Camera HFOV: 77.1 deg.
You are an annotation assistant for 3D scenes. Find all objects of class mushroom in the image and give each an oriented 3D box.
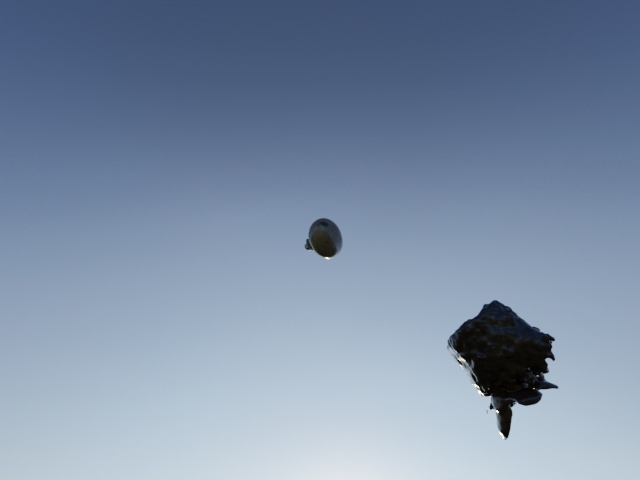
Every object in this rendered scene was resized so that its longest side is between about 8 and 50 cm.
[{"bbox_3d":[0.000,0.000,0.797,0.079,0.085,0.085,-17,-53,29],"label":"mushroom"}]

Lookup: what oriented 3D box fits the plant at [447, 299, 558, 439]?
[{"bbox_3d":[0.395,0.257,0.861,0.204,0.234,0.178,-35,-31,-5],"label":"plant"}]
